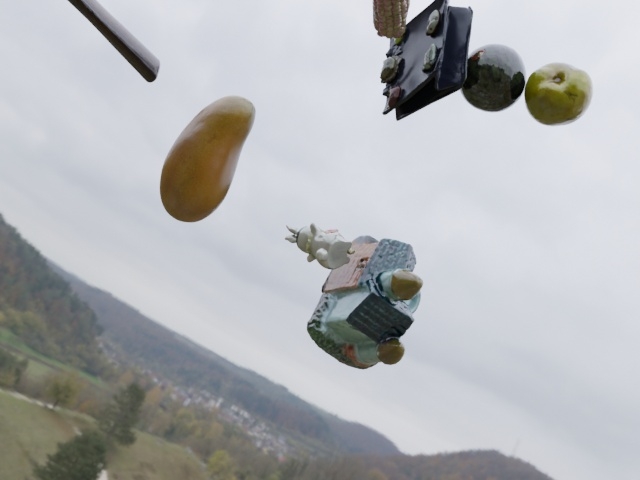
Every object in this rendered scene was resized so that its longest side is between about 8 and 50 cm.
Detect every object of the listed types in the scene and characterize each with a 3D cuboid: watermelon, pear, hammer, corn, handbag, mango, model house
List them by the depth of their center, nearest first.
[{"bbox_3d":[-0.148,-0.108,0.824,0.085,0.184,0.102,13,23,-41],"label":"mango"},{"bbox_3d":[0.129,0.118,1.240,0.184,0.253,0.291,36,-21,-13],"label":"model house"},{"bbox_3d":[-0.494,-0.506,1.359,0.409,0.095,0.242,43,24,-19],"label":"hammer"},{"bbox_3d":[0.191,-0.676,1.709,0.127,0.126,0.335,27,-15,14],"label":"corn"},{"bbox_3d":[0.695,-0.426,1.878,0.200,0.200,0.200,28,-15,8],"label":"pear"},{"bbox_3d":[0.526,-0.498,1.956,0.212,0.212,0.212,28,-15,8],"label":"watermelon"},{"bbox_3d":[0.311,-0.563,1.990,0.122,0.303,0.329,20,-22,-28],"label":"handbag"}]

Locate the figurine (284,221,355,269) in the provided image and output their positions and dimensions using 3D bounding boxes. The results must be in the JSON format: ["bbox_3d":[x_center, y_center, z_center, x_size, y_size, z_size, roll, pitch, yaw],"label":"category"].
[{"bbox_3d":[0.000,0.010,1.294,0.098,0.081,0.146,16,8,-38],"label":"figurine"}]
